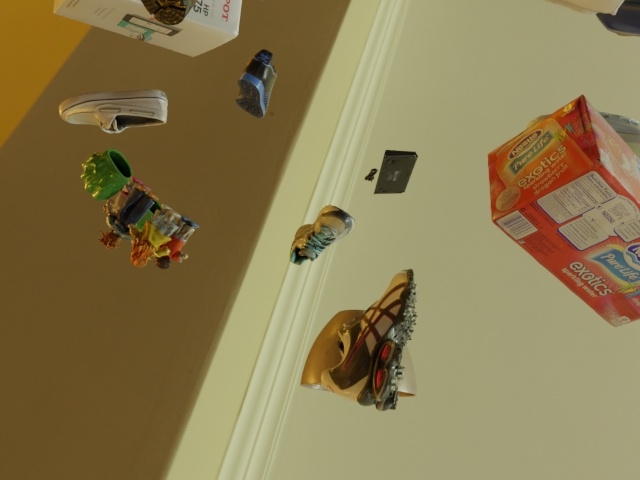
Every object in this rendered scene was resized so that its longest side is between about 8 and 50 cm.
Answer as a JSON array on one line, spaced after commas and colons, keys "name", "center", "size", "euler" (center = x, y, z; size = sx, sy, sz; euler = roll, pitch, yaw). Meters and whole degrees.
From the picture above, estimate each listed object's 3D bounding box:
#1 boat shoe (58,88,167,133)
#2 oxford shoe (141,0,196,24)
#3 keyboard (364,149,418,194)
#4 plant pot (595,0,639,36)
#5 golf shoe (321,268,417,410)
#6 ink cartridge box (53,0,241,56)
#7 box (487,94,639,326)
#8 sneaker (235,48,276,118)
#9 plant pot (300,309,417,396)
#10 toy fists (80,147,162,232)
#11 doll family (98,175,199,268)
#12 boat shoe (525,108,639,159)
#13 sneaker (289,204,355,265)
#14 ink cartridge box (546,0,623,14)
[{"name": "boat shoe", "center": [-0.511, -0.309, 1.349], "size": [0.267, 0.096, 0.088], "euler": [-6, -102, -4]}, {"name": "oxford shoe", "center": [-0.207, -0.392, 0.661], "size": [0.082, 0.227, 0.096], "euler": [9, -130, 19]}, {"name": "keyboard", "center": [0.160, -0.160, 1.289], "size": [0.108, 0.180, 0.023], "euler": [-2, -115, -3]}, {"name": "plant pot", "center": [0.431, -0.317, 0.548], "size": [0.236, 0.212, 0.236], "euler": [26, -142, 36]}, {"name": "golf shoe", "center": [0.091, 0.141, 0.890], "size": [0.120, 0.105, 0.273], "euler": [7, -139, 19]}, {"name": "ink cartridge box", "center": [-0.295, -0.473, 0.958], "size": [0.270, 0.197, 0.198], "euler": [6, -89, -37]}, {"name": "box", "center": [0.325, -0.024, 0.633], "size": [0.257, 0.128, 0.123], "euler": [35, -135, -23]}, {"name": "sneaker", "center": [-0.141, -0.354, 1.249], "size": [0.081, 0.232, 0.090], "euler": [31, -98, -7]}, {"name": "plant pot", "center": [0.099, 0.279, 1.360], "size": [0.284, 0.284, 0.191], "euler": [6, -109, -3]}, {"name": "toy fists", "center": [-0.588, -0.135, 1.609], "size": [0.142, 0.279, 0.096], "euler": [-27, -160, 19]}, {"name": "doll family", "center": [-0.428, -0.034, 1.272], "size": [0.263, 0.118, 0.163], "euler": [36, -88, 13]}, {"name": "boat shoe", "center": [0.448, -0.184, 0.925], "size": [0.227, 0.079, 0.081], "euler": [8, -124, -11]}, {"name": "sneaker", "center": [0.000, 0.000, 1.594], "size": [0.110, 0.283, 0.122], "euler": [35, -125, -12]}, {"name": "ink cartridge box", "center": [0.163, -0.321, 0.321], "size": [0.223, 0.307, 0.129], "euler": [20, -113, 2]}]
